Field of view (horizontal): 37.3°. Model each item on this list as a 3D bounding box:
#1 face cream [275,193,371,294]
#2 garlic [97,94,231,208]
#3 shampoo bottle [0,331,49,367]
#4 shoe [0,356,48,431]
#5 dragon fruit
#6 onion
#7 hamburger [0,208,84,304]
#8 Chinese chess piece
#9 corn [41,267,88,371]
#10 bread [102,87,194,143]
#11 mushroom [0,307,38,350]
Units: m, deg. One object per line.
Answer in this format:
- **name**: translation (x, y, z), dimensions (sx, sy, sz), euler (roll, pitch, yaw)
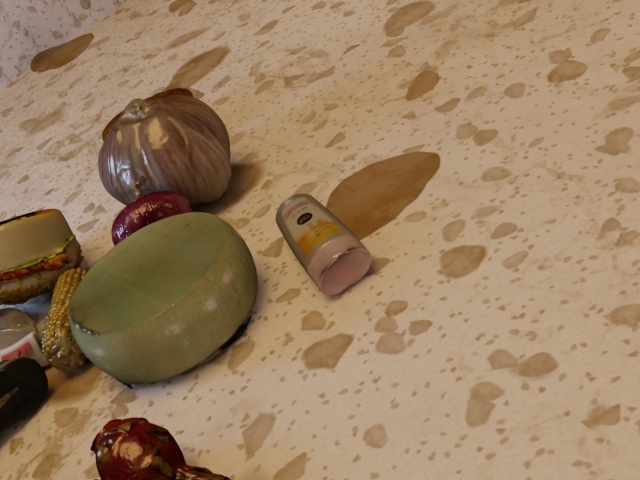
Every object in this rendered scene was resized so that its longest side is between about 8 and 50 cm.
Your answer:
- **face cream**: translation (0.000, 0.000, 1.700), dimensions (0.107, 0.073, 0.269), euler (-39, 33, 0)
- **garlic**: translation (-0.337, -0.197, 2.086), dimensions (0.317, 0.259, 0.317), euler (-25, 30, 15)
- **shampoo bottle**: translation (-0.586, 0.231, 1.862), dimensions (0.099, 0.072, 0.043), euler (-28, 7, 5)
- **shoe**: translation (-0.667, 0.335, 1.738), dimensions (0.171, 0.132, 0.336), euler (5, 44, 51)
- **dragon fruit**: translation (-0.231, 0.333, 1.387), dimensions (0.246, 0.125, 0.125), euler (10, 77, 22)
- **onion**: translation (-0.341, -0.029, 1.939), dimensions (0.153, 0.177, 0.177), euler (35, 65, 19)
- **hamburger**: translation (-0.662, 0.042, 2.073), dimensions (0.276, 0.179, 0.294), euler (-19, 10, -11)
- **Chinese chess piece**: translation (-0.281, 0.101, 1.719), dimensions (0.349, 0.146, 0.349), euler (-21, 32, 14)
- **corn**: translation (-0.491, 0.144, 1.878), dimensions (0.106, 0.106, 0.293), euler (-26, 32, 7)
- **bread**: translation (-0.413, -0.273, 2.375), dimensions (0.253, 0.142, 0.227), euler (-25, 24, 12)
- **mushroom**: translation (-0.691, 0.188, 1.997), dimensions (0.109, 0.097, 0.351), euler (-37, 26, -33)
